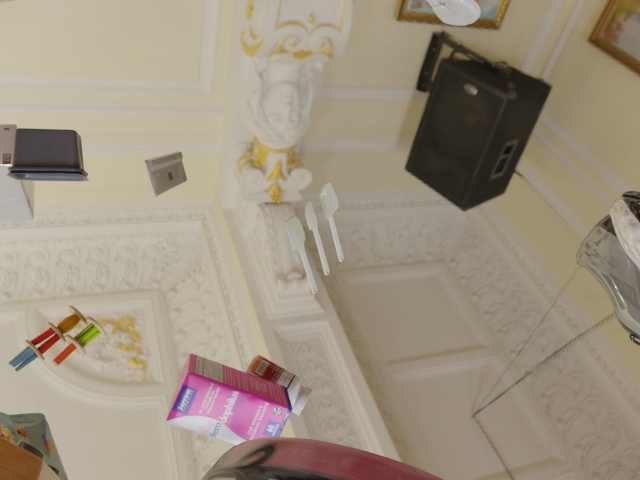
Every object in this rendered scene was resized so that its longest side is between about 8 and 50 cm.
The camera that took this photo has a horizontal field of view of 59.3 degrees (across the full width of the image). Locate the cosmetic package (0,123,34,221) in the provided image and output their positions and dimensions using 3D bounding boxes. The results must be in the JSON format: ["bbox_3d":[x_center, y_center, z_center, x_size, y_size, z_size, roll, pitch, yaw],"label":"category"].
[{"bbox_3d":[-0.718,-0.148,1.287,0.086,0.231,0.117,-5,-119,-18],"label":"cosmetic package"}]

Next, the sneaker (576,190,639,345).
[{"bbox_3d":[0.355,0.081,0.532,0.100,0.108,0.271,-8,-124,-33],"label":"sneaker"}]

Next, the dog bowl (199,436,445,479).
[{"bbox_3d":[0.030,0.338,0.529,0.408,0.408,0.150,21,-131,7],"label":"dog bowl"}]

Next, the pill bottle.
[{"bbox_3d":[-0.099,0.330,1.273,0.152,0.086,0.086,29,-139,6],"label":"pill bottle"}]

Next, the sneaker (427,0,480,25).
[{"bbox_3d":[0.127,-0.301,0.612,0.061,0.064,0.158,6,167,40],"label":"sneaker"}]

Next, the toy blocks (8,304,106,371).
[{"bbox_3d":[-0.495,0.198,1.053,0.123,0.054,0.148,17,-132,37],"label":"toy blocks"}]

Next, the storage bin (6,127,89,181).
[{"bbox_3d":[-0.518,-0.163,1.080,0.135,0.091,0.098,0,177,-12],"label":"storage bin"}]

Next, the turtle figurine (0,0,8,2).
[{"bbox_3d":[-0.233,-0.261,0.277,0.275,0.266,0.198,-34,-139,-29],"label":"turtle figurine"}]

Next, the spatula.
[{"bbox_3d":[0.000,0.000,1.323,0.019,0.242,0.168,15,-131,34],"label":"spatula"}]

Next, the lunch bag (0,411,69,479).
[{"bbox_3d":[-0.506,0.390,0.859,0.160,0.262,0.223,-29,-109,-6],"label":"lunch bag"}]

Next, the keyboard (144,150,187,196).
[{"bbox_3d":[-0.323,-0.145,1.192,0.014,0.072,0.256,-6,-167,2],"label":"keyboard"}]

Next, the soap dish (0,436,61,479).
[{"bbox_3d":[-0.366,0.189,0.480,0.291,0.229,0.118,30,-122,-2],"label":"soap dish"}]

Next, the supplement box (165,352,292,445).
[{"bbox_3d":[-0.182,0.326,1.124,0.220,0.111,0.114,23,-176,-12],"label":"supplement box"}]
